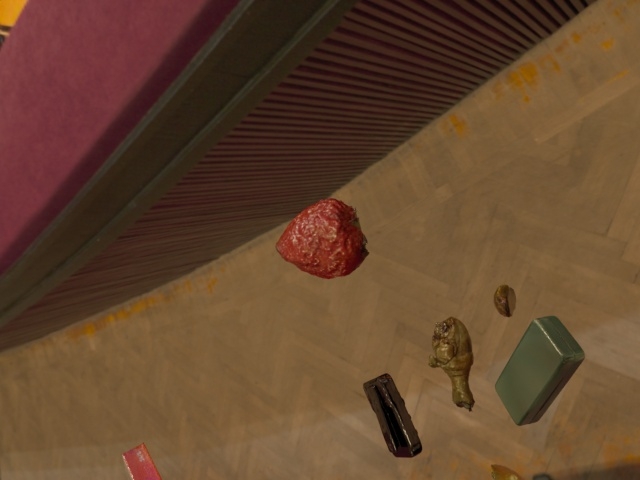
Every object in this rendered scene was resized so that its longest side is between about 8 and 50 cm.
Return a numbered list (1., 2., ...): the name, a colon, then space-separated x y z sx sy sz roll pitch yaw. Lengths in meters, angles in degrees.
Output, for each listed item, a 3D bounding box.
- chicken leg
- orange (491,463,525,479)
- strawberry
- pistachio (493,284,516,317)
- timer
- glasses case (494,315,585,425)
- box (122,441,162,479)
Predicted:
1. chicken leg: 0.323 0.301 1.206 0.088 0.103 0.228 -16 74 57
2. orange: 0.419 0.668 1.093 0.195 0.263 0.335 -6 117 29
3. strawberry: 0.000 0.000 1.516 0.276 0.257 0.258 -16 91 -1
4. pistachio: 0.548 0.175 1.480 0.049 0.172 0.090 -11 93 29
5. timer: 0.161 0.413 1.156 0.188 0.055 0.144 66 159 17
6. glasses case: 0.323 0.199 0.743 0.078 0.039 0.184 -111 20 -45
7. box: -0.321 0.522 0.965 0.229 0.050 0.123 35 134 44
